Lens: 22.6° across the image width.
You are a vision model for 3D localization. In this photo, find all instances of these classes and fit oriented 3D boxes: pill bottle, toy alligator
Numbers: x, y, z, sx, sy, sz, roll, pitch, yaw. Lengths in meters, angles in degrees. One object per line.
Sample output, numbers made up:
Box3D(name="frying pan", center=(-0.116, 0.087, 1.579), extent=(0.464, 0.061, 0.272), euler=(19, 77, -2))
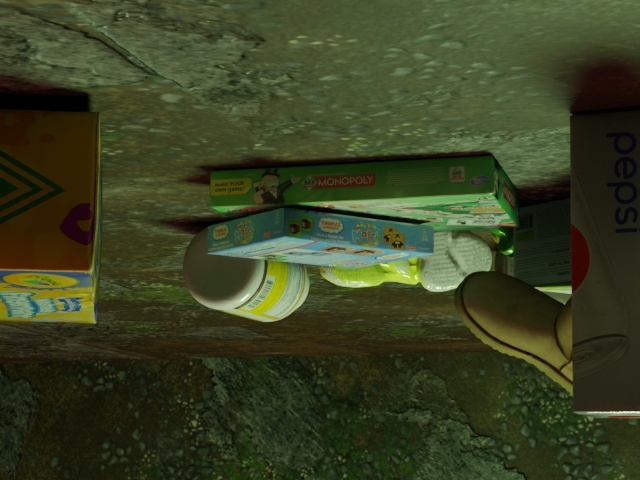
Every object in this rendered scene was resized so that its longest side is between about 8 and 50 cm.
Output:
Box3D(name="pill bottle", center=(-0.092, 0.047, 2.176), extent=(0.117, 0.117, 0.215), euler=(-4, 170, 21))
Box3D(name="toy alligator", center=(0.286, 0.003, 2.104), extent=(0.189, 0.051, 0.056), euler=(8, 168, -39))

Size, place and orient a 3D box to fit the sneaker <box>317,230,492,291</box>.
Box3D(name="sneaker", center=(0.103, 0.013, 2.142), extent=(0.240, 0.091, 0.126), euler=(3, -171, -17))

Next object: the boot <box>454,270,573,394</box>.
Box3D(name="boot", center=(0.297, 0.065, 1.837), extent=(0.236, 0.089, 0.269), euler=(31, 152, 1))

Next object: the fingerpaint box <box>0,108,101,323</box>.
Box3D(name="fingerpaint box", center=(-0.409, -0.020, 1.632), extent=(0.371, 0.163, 0.445), euler=(2, 171, -6))

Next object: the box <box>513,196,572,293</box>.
Box3D(name="box", center=(0.353, 0.013, 2.004), extent=(0.203, 0.103, 0.114), euler=(7, 169, -36))

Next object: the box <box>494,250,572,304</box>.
Box3D(name="box", center=(0.392, 0.055, 2.288), extent=(0.275, 0.094, 0.113), euler=(1, 171, 0))

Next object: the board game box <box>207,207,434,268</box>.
Box3D(name="board game box", center=(0.000, 0.000, 1.850), extent=(0.211, 0.039, 0.160), euler=(8, 168, -35))

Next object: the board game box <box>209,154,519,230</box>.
Box3D(name="board game box", center=(0.056, -0.046, 1.828), extent=(0.317, 0.046, 0.213), euler=(-2, 170, 14))

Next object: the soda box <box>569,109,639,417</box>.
Box3D(name="soda box", center=(0.293, 0.024, 1.512), extent=(0.098, 0.286, 0.091), euler=(-3, 171, 24))
